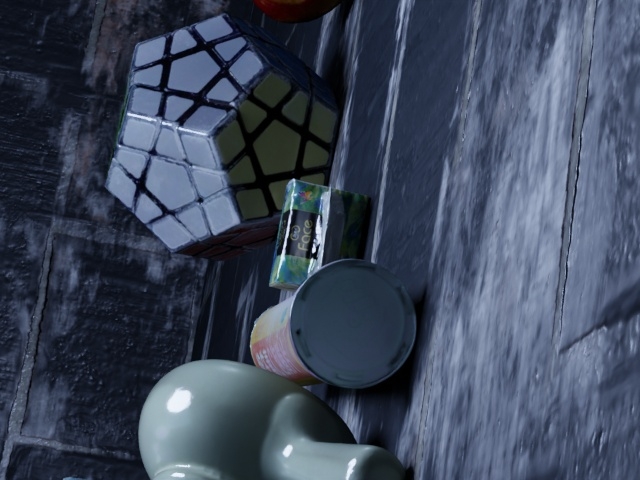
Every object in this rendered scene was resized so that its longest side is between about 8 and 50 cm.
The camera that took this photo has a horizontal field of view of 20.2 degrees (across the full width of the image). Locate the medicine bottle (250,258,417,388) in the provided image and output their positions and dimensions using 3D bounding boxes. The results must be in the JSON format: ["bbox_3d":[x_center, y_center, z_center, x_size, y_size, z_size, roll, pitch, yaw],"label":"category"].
[{"bbox_3d":[0.001,0.092,1.691,0.426,0.108,0.108,138,142,-80],"label":"medicine bottle"}]

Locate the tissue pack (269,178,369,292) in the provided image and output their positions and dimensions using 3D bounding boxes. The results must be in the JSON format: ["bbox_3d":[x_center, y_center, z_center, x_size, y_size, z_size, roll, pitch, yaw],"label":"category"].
[{"bbox_3d":[0.000,-0.001,1.862,0.079,0.085,0.111,144,137,-78],"label":"tissue pack"}]

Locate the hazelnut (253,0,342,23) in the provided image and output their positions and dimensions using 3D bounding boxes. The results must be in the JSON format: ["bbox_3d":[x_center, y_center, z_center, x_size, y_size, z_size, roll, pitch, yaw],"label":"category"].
[{"bbox_3d":[-0.024,-0.387,2.328,0.178,0.178,0.204,128,125,-73],"label":"hazelnut"}]

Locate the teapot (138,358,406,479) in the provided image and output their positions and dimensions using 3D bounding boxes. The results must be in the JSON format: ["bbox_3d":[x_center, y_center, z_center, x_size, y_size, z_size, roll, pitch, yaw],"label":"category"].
[{"bbox_3d":[-0.052,0.185,1.546,0.318,0.220,0.149,116,175,-63],"label":"teapot"}]

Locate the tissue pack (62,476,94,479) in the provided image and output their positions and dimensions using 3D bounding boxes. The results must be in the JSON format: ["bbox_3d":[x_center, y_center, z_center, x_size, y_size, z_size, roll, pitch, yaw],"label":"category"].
[{"bbox_3d":[-0.158,0.324,1.903,0.185,0.257,0.081,116,165,-66],"label":"tissue pack"}]

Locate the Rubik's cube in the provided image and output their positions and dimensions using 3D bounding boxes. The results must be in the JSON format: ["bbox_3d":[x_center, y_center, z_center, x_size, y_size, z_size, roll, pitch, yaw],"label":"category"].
[{"bbox_3d":[-0.123,-0.127,2.263,0.264,0.319,0.319,-49,16,13],"label":"Rubik's cube"}]
